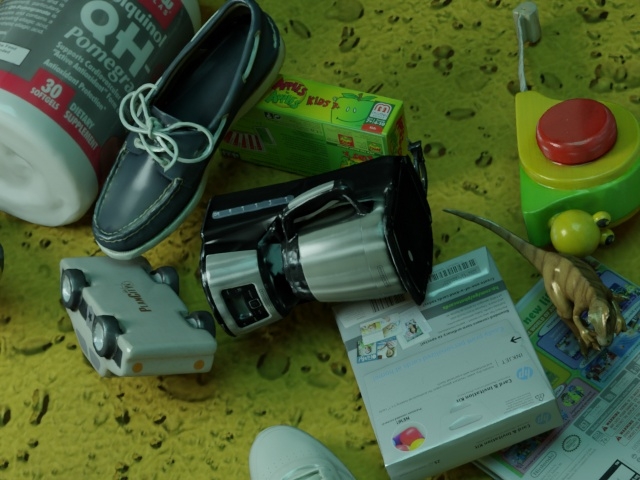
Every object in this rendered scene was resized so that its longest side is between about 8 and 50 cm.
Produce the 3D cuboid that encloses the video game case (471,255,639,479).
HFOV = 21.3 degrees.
[{"bbox_3d":[0.217,0.124,1.389,0.193,0.023,0.212,35,67,29],"label":"video game case"}]

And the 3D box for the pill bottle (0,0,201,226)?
[{"bbox_3d":[-0.220,-0.184,1.599,0.176,0.176,0.318,17,58,21],"label":"pill bottle"}]

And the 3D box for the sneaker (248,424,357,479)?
[{"bbox_3d":[0.008,0.224,1.308,0.090,0.095,0.235,-27,52,-8],"label":"sneaker"}]

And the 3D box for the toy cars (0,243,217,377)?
[{"bbox_3d":[-0.254,0.053,1.481,0.393,0.087,0.176,17,22,19],"label":"toy cars"}]

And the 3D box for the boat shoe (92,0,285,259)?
[{"bbox_3d":[-0.122,-0.100,1.483,0.095,0.079,0.254,36,84,24],"label":"boat shoe"}]

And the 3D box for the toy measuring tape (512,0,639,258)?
[{"bbox_3d":[0.233,-0.107,1.512,0.121,0.121,0.330,-4,43,7],"label":"toy measuring tape"}]

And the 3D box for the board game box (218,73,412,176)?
[{"bbox_3d":[-0.011,-0.102,1.553,0.181,0.092,0.043,15,58,20],"label":"board game box"}]

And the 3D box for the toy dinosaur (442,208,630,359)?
[{"bbox_3d":[0.198,0.029,1.383,0.064,0.112,0.211,-42,34,-5],"label":"toy dinosaur"}]

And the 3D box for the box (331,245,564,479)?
[{"bbox_3d":[0.100,0.100,1.389,0.145,0.038,0.186,-22,41,2],"label":"box"}]

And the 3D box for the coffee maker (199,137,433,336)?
[{"bbox_3d":[0.000,0.000,1.449,0.178,0.120,0.171,-12,12,18],"label":"coffee maker"}]
